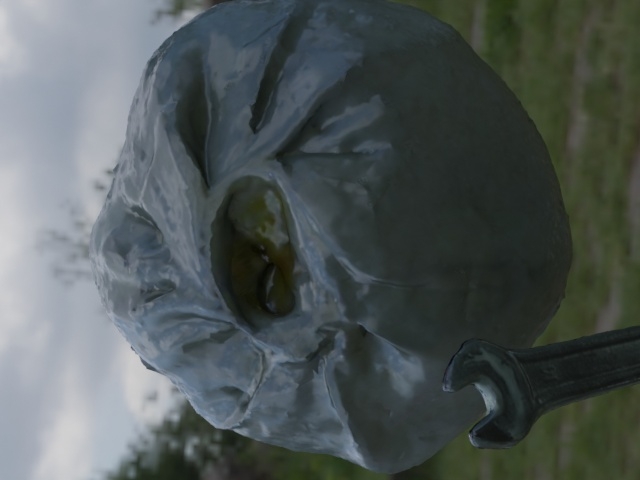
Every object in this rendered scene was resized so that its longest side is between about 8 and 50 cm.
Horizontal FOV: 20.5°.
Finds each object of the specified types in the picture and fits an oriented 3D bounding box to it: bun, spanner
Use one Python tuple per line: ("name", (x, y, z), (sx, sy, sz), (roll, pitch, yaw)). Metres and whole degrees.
("bun", (0.006, 0.000, 1.226), (0.194, 0.354, 0.355), (-45, -40, -71))
("spanner", (0.205, 0.069, 1.117), (0.017, 0.302, 0.071), (-33, 72, 60))
